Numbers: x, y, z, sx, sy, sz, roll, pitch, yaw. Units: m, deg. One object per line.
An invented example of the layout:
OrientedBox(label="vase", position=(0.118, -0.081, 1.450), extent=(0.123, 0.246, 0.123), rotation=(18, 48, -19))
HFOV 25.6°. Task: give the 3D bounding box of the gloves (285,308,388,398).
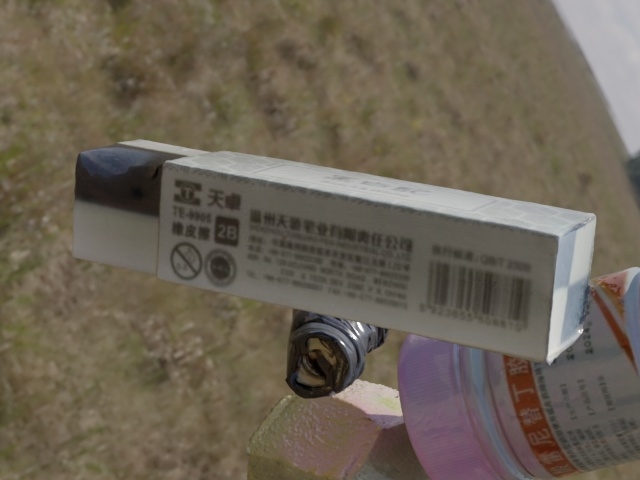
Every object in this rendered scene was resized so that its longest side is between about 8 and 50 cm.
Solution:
OrientedBox(label="gloves", position=(0.024, 0.058, 1.506), extent=(0.142, 0.119, 0.285), rotation=(43, 42, -7))

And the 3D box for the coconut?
OrientedBox(label="coconut", position=(0.053, 0.287, 1.744), extent=(0.233, 0.245, 0.233), rotation=(-20, 116, -49))

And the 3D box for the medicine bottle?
OrientedBox(label="medicine bottle", position=(0.264, 0.155, 1.536), extent=(0.202, 0.315, 0.202), rotation=(42, 38, -45))

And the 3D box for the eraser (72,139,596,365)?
OrientedBox(label="eraser", position=(0.000, 0.000, 1.057), extent=(0.096, 0.403, 0.098), rotation=(-18, 116, -59))
